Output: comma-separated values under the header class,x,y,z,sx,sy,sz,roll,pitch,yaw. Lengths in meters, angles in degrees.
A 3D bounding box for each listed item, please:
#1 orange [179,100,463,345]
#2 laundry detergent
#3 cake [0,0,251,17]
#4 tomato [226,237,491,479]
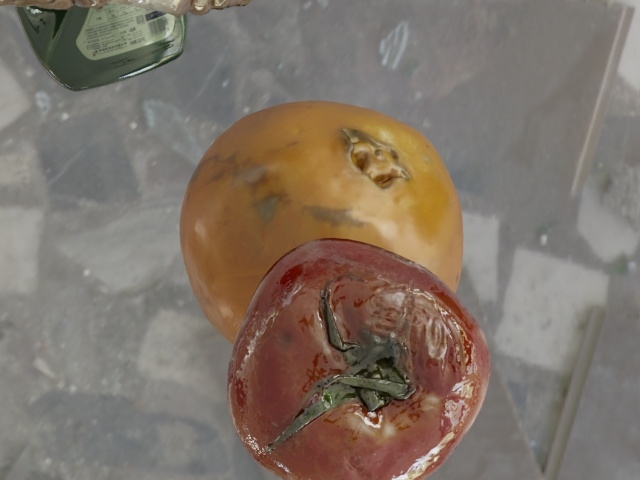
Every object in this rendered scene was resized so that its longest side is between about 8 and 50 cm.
class,x,y,z,sx,sy,sz,roll,pitch,yaw
orange,0.000,0.000,1.456,0.312,0.312,0.312,5,118,10
laundry detergent,-0.200,-0.246,1.165,0.144,0.078,0.222,-21,118,-11
cake,-0.096,-0.126,0.350,0.135,0.147,0.134,18,115,26
tomato,0.031,0.103,1.134,0.228,0.101,0.228,0,82,-2
